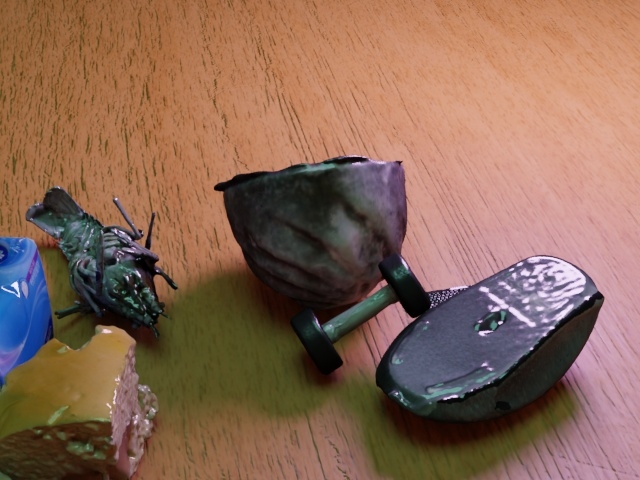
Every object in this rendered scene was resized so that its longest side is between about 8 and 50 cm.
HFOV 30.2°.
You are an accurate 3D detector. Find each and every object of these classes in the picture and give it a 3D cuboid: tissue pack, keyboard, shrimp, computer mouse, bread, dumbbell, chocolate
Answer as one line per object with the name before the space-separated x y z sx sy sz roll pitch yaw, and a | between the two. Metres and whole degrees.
tissue pack | -0.471 0.144 1.651 0.146 0.198 0.263 -2 33 1
keyboard | 0.226 0.090 1.887 0.155 0.010 0.053 -8 33 -11
shrimp | -0.345 0.029 1.877 0.221 0.166 0.410 -46 30 -5
computer mouse | 0.245 0.156 1.695 0.374 0.114 0.203 -29 45 -22
bread | -0.339 0.233 1.537 0.211 0.184 0.224 -4 31 5
dumbbell | 0.059 0.106 1.726 0.191 0.100 0.100 -33 39 -1
chocolate | 0.000 0.000 1.844 0.303 0.213 0.303 -7 -8 -1

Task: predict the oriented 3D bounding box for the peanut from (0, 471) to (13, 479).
peanut | -0.512 0.331 1.425 0.313 0.149 0.149 5 34 7
